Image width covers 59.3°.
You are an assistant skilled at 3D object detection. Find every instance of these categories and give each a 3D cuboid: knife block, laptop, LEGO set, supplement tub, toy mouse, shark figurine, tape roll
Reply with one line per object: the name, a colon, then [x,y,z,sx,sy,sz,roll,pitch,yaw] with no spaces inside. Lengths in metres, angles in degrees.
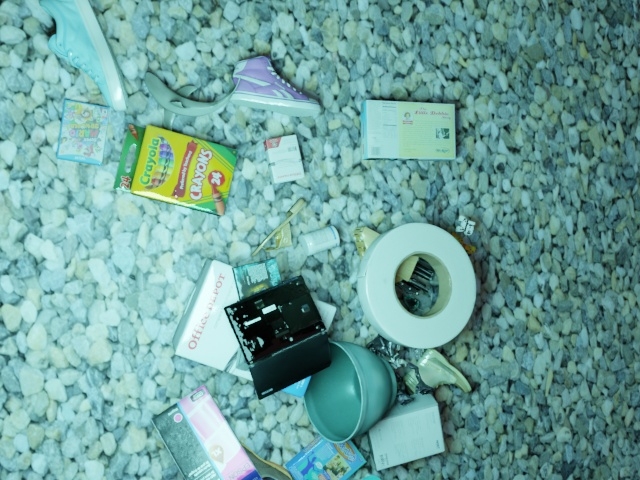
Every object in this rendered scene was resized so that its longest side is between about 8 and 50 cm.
knife block: [0.258,0.055,1.826,0.242,0.088,0.276,-20,96,-17]
laptop: [-0.112,0.269,1.554,0.234,0.136,0.264,-23,80,-17]
LEGO set: [0.476,0.041,1.892,0.093,0.087,0.227,17,85,-2]
supplement tub: [0.000,0.000,1.755,0.107,0.071,0.071,-17,95,-17]
toy mouse: [0.289,0.239,1.866,0.143,0.031,0.161,-7,92,-17]
shark figurine: [-0.365,-0.396,1.599,0.278,0.116,0.166,1,94,-3]
tape roll: [0.300,0.139,1.741,0.391,0.072,0.392,3,82,-19]

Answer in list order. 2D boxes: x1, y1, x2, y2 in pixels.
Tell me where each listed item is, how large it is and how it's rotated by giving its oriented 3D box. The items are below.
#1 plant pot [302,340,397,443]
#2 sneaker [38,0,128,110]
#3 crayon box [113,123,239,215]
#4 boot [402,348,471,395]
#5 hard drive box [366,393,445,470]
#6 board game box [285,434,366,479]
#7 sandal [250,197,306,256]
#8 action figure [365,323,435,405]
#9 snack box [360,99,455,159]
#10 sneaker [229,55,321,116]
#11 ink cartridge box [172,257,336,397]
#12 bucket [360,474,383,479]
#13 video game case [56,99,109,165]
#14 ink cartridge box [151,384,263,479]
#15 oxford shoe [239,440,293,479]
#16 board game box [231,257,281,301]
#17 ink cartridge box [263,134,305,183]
plant pot: [0.104,0.443,1.696,0.196,0.293,0.293,3,90,-36]
sneaker: [-0.647,-0.507,1.532,0.150,0.135,0.366,-23,88,-8]
crayon box: [-0.415,-0.203,1.620,0.318,0.081,0.202,13,87,-16]
boot: [0.385,0.478,1.874,0.213,0.077,0.165,44,78,-8]
hard drive box: [0.265,0.606,1.793,0.232,0.089,0.181,-13,106,-6]
board game box: [0.018,0.704,1.776,0.210,0.047,0.160,-37,100,-13]
sandal: [-0.106,-0.019,1.713,0.079,0.088,0.240,41,74,-7]
action figure: [0.247,0.380,1.797,0.164,0.141,0.276,-33,58,15]
snack box: [0.291,-0.358,1.848,0.321,0.060,0.187,-1,91,-17]
sneaker: [-0.126,-0.473,1.700,0.282,0.102,0.161,9,85,-17]
ink cartridge box: [-0.196,0.252,1.645,0.394,0.166,0.286,23,83,-15]
bucket: [0.172,0.878,1.716,0.183,0.281,0.281,40,79,-8]
video game case: [-0.665,-0.302,1.576,0.119,0.015,0.166,8,88,-17]
ink cartridge box: [-0.308,0.613,1.587,0.175,0.069,0.371,-32,75,-16]
oxford shoe: [-0.233,0.679,1.650,0.363,0.132,0.130,25,84,-12]
board game box: [-0.164,0.151,1.555,0.126,0.026,0.186,-13,92,-19]
ink cartridge box: [-0.113,-0.247,1.725,0.099,0.056,0.135,-12,93,-16]
